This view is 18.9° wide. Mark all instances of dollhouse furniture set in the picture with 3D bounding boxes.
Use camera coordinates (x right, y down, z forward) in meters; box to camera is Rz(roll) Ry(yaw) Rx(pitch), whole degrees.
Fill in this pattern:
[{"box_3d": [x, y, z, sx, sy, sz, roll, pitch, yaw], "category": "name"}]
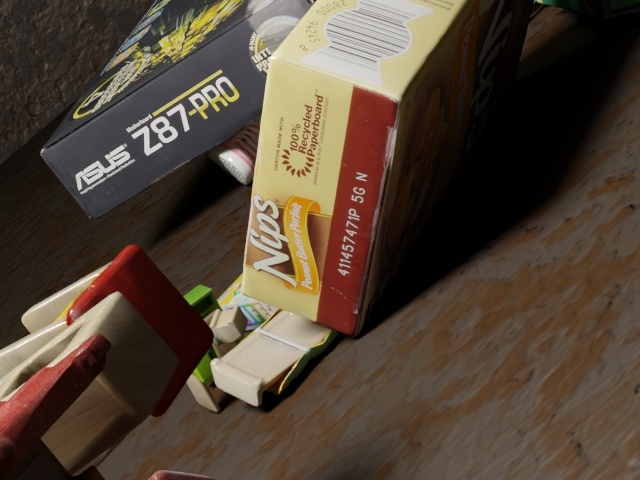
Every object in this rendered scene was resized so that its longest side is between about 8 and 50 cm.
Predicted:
[{"box_3d": [-0.043, 0.078, 1.237, 0.076, 0.058, 0.151, -39, 31, -23], "category": "dollhouse furniture set"}, {"box_3d": [-0.065, 0.126, 0.792, 0.152, 0.201, 0.374, -37, 8, 20], "category": "dollhouse furniture set"}]

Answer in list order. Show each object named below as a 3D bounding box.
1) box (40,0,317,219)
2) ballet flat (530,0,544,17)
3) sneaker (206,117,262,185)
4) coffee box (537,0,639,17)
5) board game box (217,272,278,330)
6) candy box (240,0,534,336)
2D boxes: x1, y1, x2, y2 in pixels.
[{"box_3d": [-0.073, -0.208, 1.867, 0.318, 0.097, 0.395, -27, 19, 27], "category": "box"}, {"box_3d": [0.164, -0.216, 1.542, 0.213, 0.072, 0.068, -44, -14, -16], "category": "ballet flat"}, {"box_3d": [-0.068, -0.093, 1.791, 0.070, 0.051, 0.134, -47, 9, -1], "category": "sneaker"}, {"box_3d": [0.182, -0.218, 1.356, 0.040, 0.113, 0.184, -14, 13, -5], "category": "coffee box"}, {"box_3d": [0.000, 0.000, 1.355, 0.154, 0.026, 0.103, -47, 15, -25], "category": "board game box"}, {"box_3d": [0.056, -0.108, 1.227, 0.316, 0.087, 0.183, -55, -19, -47], "category": "candy box"}]
